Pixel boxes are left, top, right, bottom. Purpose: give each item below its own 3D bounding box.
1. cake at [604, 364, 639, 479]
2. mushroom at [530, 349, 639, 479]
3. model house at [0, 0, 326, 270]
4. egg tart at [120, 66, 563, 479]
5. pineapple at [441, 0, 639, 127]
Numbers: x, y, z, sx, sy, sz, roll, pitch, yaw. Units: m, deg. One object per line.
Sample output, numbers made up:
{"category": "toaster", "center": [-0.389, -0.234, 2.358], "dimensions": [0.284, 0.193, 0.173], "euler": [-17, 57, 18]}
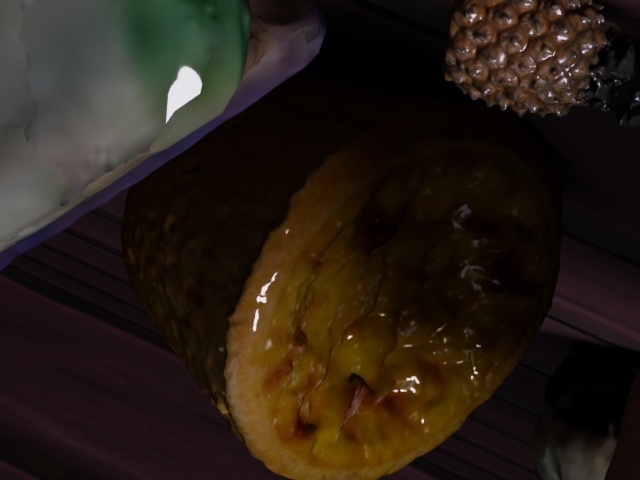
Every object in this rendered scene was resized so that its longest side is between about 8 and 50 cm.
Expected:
{"category": "cake", "center": [0.257, 0.114, 0.677], "dimensions": [0.309, 0.230, 0.237], "euler": [28, 168, -7]}
{"category": "mushroom", "center": [0.286, 0.187, 1.278], "dimensions": [0.344, 0.130, 0.247], "euler": [21, 165, 32]}
{"category": "model house", "center": [-0.166, -0.128, 0.581], "dimensions": [0.312, 0.245, 0.280], "euler": [53, -164, -5]}
{"category": "egg tart", "center": [0.000, 0.000, 0.906], "dimensions": [0.147, 0.202, 0.202], "euler": [36, 179, 41]}
{"category": "pineapple", "center": [0.105, -0.061, 0.659], "dimensions": [0.124, 0.058, 0.058], "euler": [18, 169, 13]}
